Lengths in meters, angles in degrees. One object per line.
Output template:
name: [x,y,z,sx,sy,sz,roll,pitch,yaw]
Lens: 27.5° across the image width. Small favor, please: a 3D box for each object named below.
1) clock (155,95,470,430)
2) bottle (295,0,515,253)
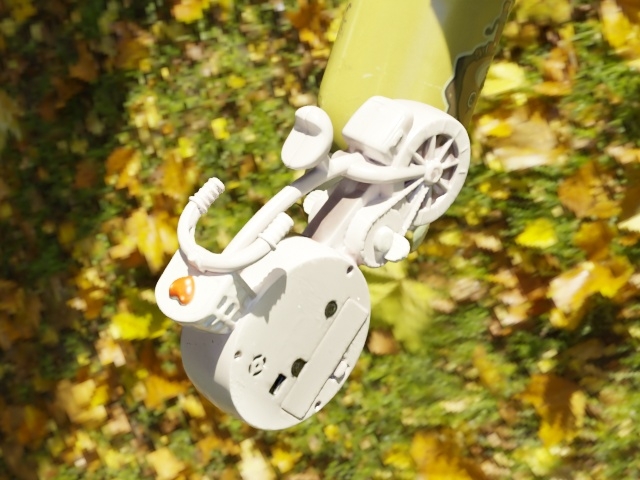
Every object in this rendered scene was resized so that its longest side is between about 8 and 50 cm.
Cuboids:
clock: [0.000,0.000,0.440,0.041,0.129,0.087,28,165,40]
bottle: [0.083,-0.150,1.400,0.171,0.171,0.351,28,108,34]
